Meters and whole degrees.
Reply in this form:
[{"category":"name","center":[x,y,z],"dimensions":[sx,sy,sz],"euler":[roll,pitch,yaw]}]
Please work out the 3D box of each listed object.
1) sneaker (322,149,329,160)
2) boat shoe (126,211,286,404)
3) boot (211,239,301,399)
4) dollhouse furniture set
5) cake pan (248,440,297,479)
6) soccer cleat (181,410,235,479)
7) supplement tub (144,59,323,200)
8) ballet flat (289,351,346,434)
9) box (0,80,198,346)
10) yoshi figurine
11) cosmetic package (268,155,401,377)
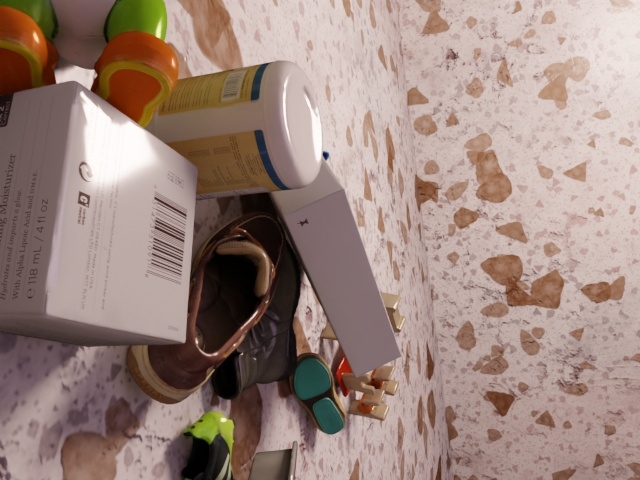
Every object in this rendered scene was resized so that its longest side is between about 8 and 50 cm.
[{"category":"sneaker","center":[-0.018,-0.132,1.201],"dimensions":[0.053,0.059,0.144],"euler":[65,28,-50]},{"category":"boat shoe","center":[-0.102,0.050,0.749],"dimensions":[0.123,0.123,0.342],"euler":[47,33,-8]},{"category":"boot","center":[-0.098,0.098,0.881],"dimensions":[0.161,0.084,0.246],"euler":[12,72,-64]},{"category":"dollhouse furniture set","center":[0.093,0.236,1.390],"dimensions":[0.259,0.135,0.262],"euler":[-57,140,-44]},{"category":"cake pan","center":[-0.069,0.396,0.740],"dimensions":[0.293,0.054,0.293],"euler":[6,90,-90]},{"category":"soccer cleat","center":[-0.136,0.304,0.756],"dimensions":[0.072,0.060,0.178],"euler":[-17,103,-51]},{"category":"supplement tub","center":[-0.110,-0.122,0.702],"dimensions":[0.144,0.200,0.144],"euler":[-4,90,-71]},{"category":"ballet flat","center":[-0.013,0.273,1.123],"dimensions":[0.073,0.080,0.232],"euler":[-117,-171,-53]},{"category":"box","center":[-0.205,-0.008,0.517],"dimensions":[0.182,0.119,0.180],"euler":[37,50,-65]},{"category":"yoshi figurine","center":[-0.191,-0.295,0.535],"dimensions":[0.203,0.203,0.362],"euler":[42,43,-55]},{"category":"cosmetic package","center":[0.000,0.000,0.978],"dimensions":[0.284,0.098,0.377],"euler":[-115,-178,-48]}]
